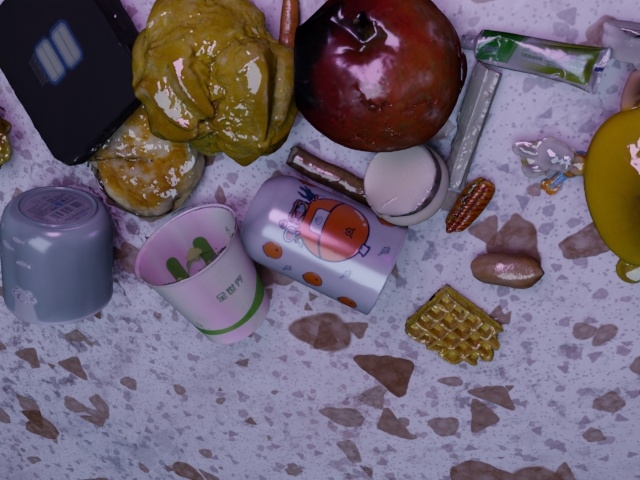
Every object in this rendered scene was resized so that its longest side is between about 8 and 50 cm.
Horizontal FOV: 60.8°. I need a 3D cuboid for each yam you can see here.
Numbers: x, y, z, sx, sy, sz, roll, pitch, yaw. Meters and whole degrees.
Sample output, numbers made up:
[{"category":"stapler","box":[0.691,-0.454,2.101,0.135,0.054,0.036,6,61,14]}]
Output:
[{"category":"yam","box":[0.035,-0.133,1.179,0.241,0.057,0.057,28,124,1]}]

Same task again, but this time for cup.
[{"category":"cup","box":[-0.685,-0.002,1.387,0.357,0.259,0.274,39,128,30]},{"category":"cup","box":[-0.253,0.090,1.278,0.253,0.253,0.274,-10,132,22]},{"category":"cup","box":[0.000,0.000,1.177,0.317,0.212,0.212,24,124,4]}]

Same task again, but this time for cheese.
[{"category":"cheese","box":[0.482,-0.133,1.066,0.047,0.017,0.111,39,123,-5]}]

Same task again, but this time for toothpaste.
[{"category":"toothpaste","box":[0.361,-0.320,0.943,0.248,0.047,0.078,22,117,24]}]

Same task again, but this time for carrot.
[{"category":"carrot","box":[-0.061,-0.412,1.049,0.047,0.047,0.191,9,121,12]}]

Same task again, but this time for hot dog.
[{"category":"hot dog","box":[0.309,-0.069,1.143,0.062,0.038,0.144,30,124,-2]}]

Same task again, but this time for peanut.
[{"category":"peanut","box":[0.401,0.063,1.174,0.152,0.076,0.076,4,121,20]}]

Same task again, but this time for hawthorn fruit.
[{"category":"hawthorn fruit","box":[0.089,-0.288,0.941,0.316,0.316,0.316,8,122,13]}]

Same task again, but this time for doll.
[{"category":"doll","box":[0.555,-0.169,0.942,0.348,0.161,0.423,39,122,12]}]

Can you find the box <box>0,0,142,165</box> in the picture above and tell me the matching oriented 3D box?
[{"category":"box","box":[-0.527,-0.380,1.141,0.350,0.091,0.359,-31,90,31]}]

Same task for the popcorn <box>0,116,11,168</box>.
[{"category":"popcorn","box":[-0.871,-0.257,1.308,0.255,0.195,0.256,10,122,22]}]

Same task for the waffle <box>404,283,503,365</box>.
[{"category":"waffle","box":[0.328,0.221,1.301,0.211,0.055,0.160,37,122,-8]}]

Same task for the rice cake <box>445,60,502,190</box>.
[{"category":"rice cake","box":[0.287,-0.217,1.057,0.057,0.052,0.256,35,130,32]}]

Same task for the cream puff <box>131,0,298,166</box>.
[{"category":"cream puff","box":[-0.192,-0.283,0.998,0.270,0.274,0.323,43,143,43]}]

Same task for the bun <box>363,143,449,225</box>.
[{"category":"bun","box":[0.178,-0.112,1.105,0.173,0.120,0.173,-6,76,26]}]

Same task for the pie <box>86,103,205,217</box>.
[{"category":"pie","box":[-0.426,-0.212,1.262,0.339,0.077,0.339,7,115,15]}]
